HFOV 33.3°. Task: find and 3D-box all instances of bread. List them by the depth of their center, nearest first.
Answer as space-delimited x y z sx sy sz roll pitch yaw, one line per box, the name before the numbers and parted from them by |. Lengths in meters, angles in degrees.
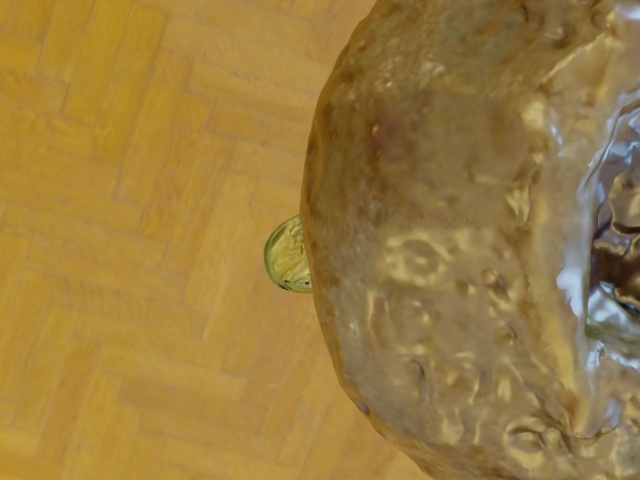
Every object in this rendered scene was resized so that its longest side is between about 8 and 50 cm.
bread | 0.104 -0.009 0.381 0.230 0.123 0.230 -6 109 -19

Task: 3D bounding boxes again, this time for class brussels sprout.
brussels sprout | 0.001 -0.001 0.621 0.046 0.051 0.083 46 140 -3
